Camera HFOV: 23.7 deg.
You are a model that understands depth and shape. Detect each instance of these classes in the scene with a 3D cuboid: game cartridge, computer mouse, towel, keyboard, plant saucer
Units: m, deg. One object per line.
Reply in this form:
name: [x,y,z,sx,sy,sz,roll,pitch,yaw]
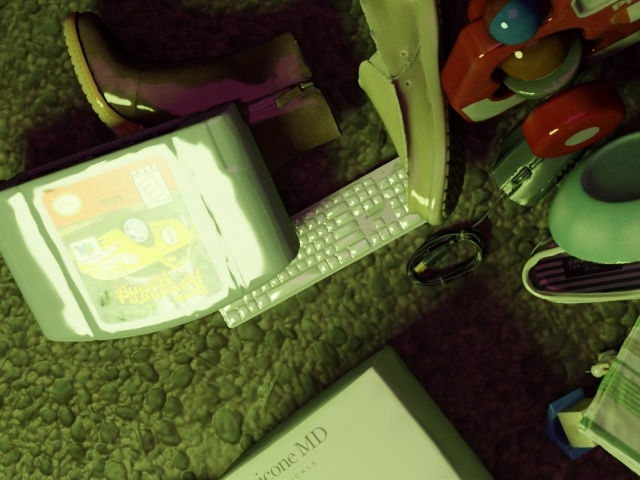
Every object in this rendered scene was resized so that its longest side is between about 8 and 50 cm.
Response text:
game cartridge: [-0.180,-0.005,1.521,0.294,0.060,0.196,-18,114,18]
computer mouse: [0.177,-0.042,1.527,0.071,0.041,0.242,42,98,1]
towel: [0.326,0.151,1.497,0.113,0.023,0.152,37,72,-16]
keyboard: [0.000,0.000,1.563,0.256,0.014,0.072,-29,90,8]
plant saucer: [0.302,-0.057,1.440,0.195,0.195,0.037,-26,123,7]

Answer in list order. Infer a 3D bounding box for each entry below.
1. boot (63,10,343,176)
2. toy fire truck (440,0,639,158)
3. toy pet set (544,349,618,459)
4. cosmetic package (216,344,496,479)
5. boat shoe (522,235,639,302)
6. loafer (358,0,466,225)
boot: [-0.119,-0.161,1.530,0.207,0.090,0.248,-30,98,8]
toy fire truck: [0.244,-0.208,1.378,0.302,0.254,0.169,-26,73,12]
toy pet set: [0.289,0.177,1.532,0.114,0.065,0.122,-25,94,-27]
cosmetic package: [0.095,0.319,1.503,0.217,0.156,0.385,-40,90,9]
boat shoe: [0.338,0.015,1.447,0.302,0.094,0.109,-15,95,25]
loafer: [0.087,-0.145,1.505,0.092,0.102,0.268,-6,81,15]
